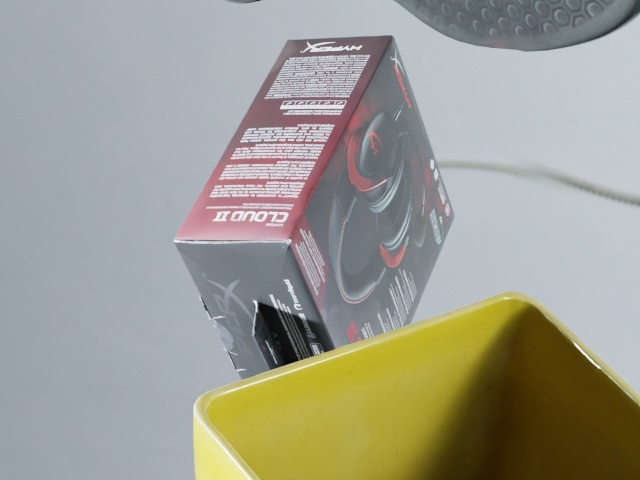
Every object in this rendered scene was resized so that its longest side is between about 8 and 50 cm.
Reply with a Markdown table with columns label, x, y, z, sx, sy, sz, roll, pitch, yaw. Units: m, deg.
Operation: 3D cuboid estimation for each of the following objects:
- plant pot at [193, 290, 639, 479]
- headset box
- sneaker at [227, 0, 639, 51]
| label | x | y | z | sx | sy | sz | roll | pitch | yaw |
| --- | --- | --- | --- | --- | --- | --- | --- | --- | --- |
| plant pot | 0.066 | 0.182 | 0.797 | 0.212 | 0.212 | 0.187 | 45 | 137 | 36 |
| headset box | 0.000 | 0.000 | 1.381 | 0.110 | 0.293 | 0.218 | 0 | 133 | 27 |
| sneaker | 0.065 | -0.136 | 0.587 | 0.270 | 0.145 | 0.090 | 16 | 126 | 57 |
